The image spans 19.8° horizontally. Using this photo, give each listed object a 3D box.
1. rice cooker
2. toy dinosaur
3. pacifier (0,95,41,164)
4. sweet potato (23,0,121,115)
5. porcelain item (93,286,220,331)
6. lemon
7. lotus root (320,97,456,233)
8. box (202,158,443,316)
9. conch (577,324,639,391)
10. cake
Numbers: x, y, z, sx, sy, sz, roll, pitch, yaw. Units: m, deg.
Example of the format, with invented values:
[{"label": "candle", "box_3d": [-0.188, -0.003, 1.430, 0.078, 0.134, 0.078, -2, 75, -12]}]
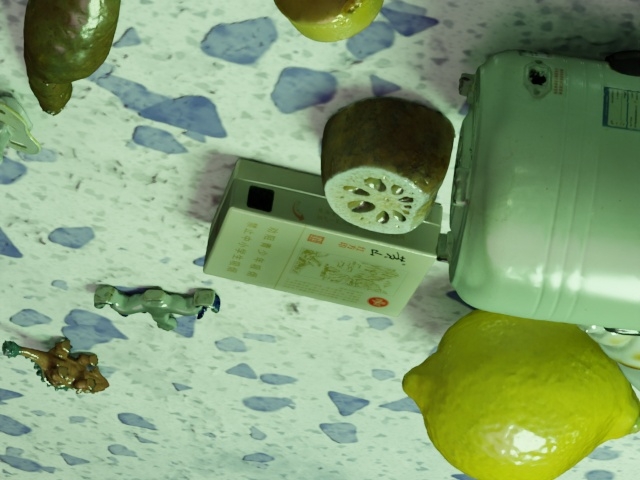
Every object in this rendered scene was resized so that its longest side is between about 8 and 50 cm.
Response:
[{"label": "rice cooker", "box_3d": [0.220, -0.041, 1.454, 0.244, 0.226, 0.226, 7, 150, 4]}, {"label": "toy dinosaur", "box_3d": [-0.293, 0.141, 2.051, 0.055, 0.049, 0.154, -15, 148, 40]}, {"label": "pacifier", "box_3d": [-0.289, -0.093, 1.629, 0.068, 0.064, 0.083, 16, 154, 22]}, {"label": "sweet potato", "box_3d": [-0.209, -0.159, 1.487, 0.075, 0.075, 0.269, 15, 153, -13]}, {"label": "porcelain item", "box_3d": [-0.168, 0.076, 1.933, 0.136, 0.021, 0.075, 2, 150, 10]}, {"label": "lemon", "box_3d": [0.201, 0.152, 1.818, 0.244, 0.187, 0.187, 5, 151, -4]}, {"label": "lotus root", "box_3d": [0.052, -0.065, 1.589, 0.112, 0.081, 0.122, 18, 150, -2]}, {"label": "box", "box_3d": [0.000, 0.000, 1.725, 0.201, 0.058, 0.141, 13, 150, -7]}, {"label": "conch", "box_3d": [0.329, 0.076, 1.683, 0.275, 0.149, 0.183, 32, 146, -33]}, {"label": "cake", "box_3d": [0.006, -0.190, 1.370, 0.084, 0.084, 0.044, -4, 150, 20]}]
